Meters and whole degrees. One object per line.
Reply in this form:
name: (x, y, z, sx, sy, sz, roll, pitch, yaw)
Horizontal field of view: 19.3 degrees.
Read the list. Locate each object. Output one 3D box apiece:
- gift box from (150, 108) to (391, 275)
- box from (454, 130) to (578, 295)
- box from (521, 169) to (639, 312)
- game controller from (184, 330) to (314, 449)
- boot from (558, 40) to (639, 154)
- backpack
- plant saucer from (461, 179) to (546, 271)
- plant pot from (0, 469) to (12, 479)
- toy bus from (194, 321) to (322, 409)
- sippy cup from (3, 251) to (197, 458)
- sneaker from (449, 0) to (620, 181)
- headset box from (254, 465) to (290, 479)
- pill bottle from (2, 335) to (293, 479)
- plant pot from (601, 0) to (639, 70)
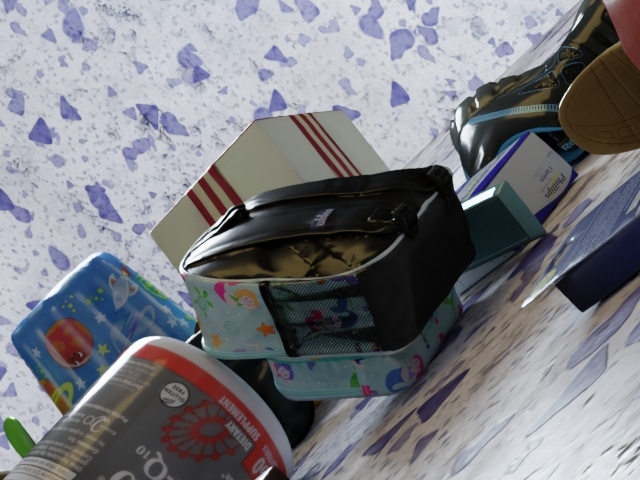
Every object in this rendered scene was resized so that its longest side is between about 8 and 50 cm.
gift box: (0.000, 0.000, 2.322, 0.255, 0.258, 0.276, -46, -17, 32)
box: (0.174, -0.027, 1.913, 0.126, 0.072, 0.137, -49, 5, -37)
box: (0.244, -0.030, 1.343, 0.225, 0.036, 0.136, -42, 5, 38)
game controller: (-0.147, 0.218, 2.092, 0.319, 0.166, 0.067, -40, -9, 25)
boot: (0.335, -0.192, 1.673, 0.262, 0.095, 0.203, -42, 5, 30)
backpack: (0.004, 0.038, 1.783, 0.253, 0.191, 0.225, -2, 26, 25)
plant saucer: (0.140, -0.001, 1.841, 0.018, 0.067, 0.192, -45, 9, -36)
plant pot: (-0.337, 0.409, 1.975, 0.237, 0.237, 0.254, -50, -9, -49)
toy bus: (-0.093, 0.141, 2.151, 0.202, 0.191, 0.104, 1, -8, 33)
sippy cup: (-0.251, 0.142, 2.328, 0.240, 0.224, 0.305, -43, 2, 26)
sneaker: (0.290, -0.159, 2.002, 0.341, 0.125, 0.139, -42, 32, 24)
headset box: (-0.105, 0.296, 1.114, 0.218, 0.110, 0.293, -43, 4, 31)
pill bottle: (-0.209, 0.281, 1.781, 0.363, 0.210, 0.210, -48, 4, -28)
plant pot: (0.292, -0.203, 1.101, 0.272, 0.272, 0.265, -47, -5, -19)
